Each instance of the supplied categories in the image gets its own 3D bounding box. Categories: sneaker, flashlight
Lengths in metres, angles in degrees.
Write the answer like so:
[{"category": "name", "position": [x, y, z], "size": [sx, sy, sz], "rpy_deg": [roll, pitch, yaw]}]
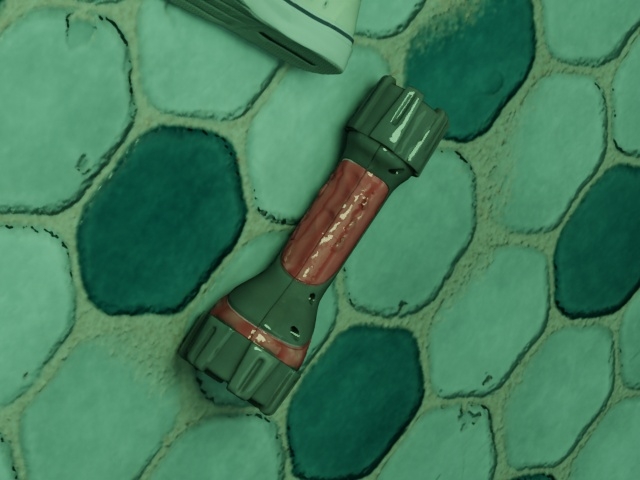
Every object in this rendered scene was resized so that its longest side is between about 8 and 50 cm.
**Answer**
[{"category": "sneaker", "position": [-0.060, -0.218, 1.579], "size": [0.258, 0.094, 0.091], "rpy_deg": [29, 72, -50]}, {"category": "flashlight", "position": [0.000, 0.000, 1.721], "size": [0.103, 0.103, 0.304], "rpy_deg": [36, 86, -43]}]
